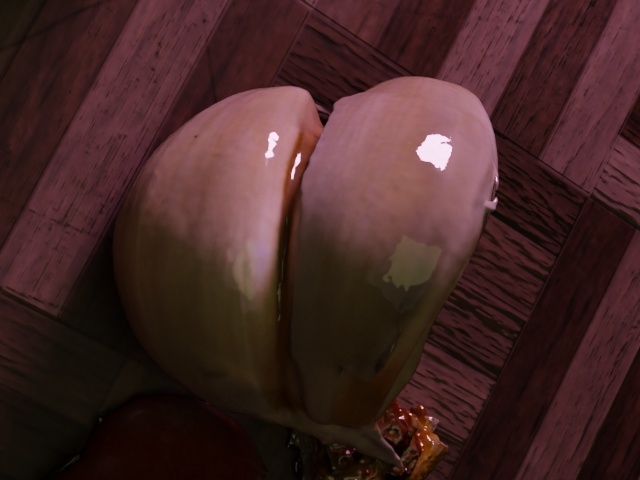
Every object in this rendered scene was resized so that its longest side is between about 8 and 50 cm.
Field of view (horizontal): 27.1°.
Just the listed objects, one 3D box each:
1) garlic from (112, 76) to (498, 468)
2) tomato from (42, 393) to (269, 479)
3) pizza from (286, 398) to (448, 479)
[{"bbox_3d":[0.000,0.000,1.048,0.249,0.286,0.313,23,81,-54],"label":"garlic"},{"bbox_3d":[-0.128,0.244,1.067,0.199,0.112,0.228,45,80,-23],"label":"tomato"},{"bbox_3d":[0.030,0.146,1.147,0.154,0.069,0.194,-28,105,-20],"label":"pizza"}]
